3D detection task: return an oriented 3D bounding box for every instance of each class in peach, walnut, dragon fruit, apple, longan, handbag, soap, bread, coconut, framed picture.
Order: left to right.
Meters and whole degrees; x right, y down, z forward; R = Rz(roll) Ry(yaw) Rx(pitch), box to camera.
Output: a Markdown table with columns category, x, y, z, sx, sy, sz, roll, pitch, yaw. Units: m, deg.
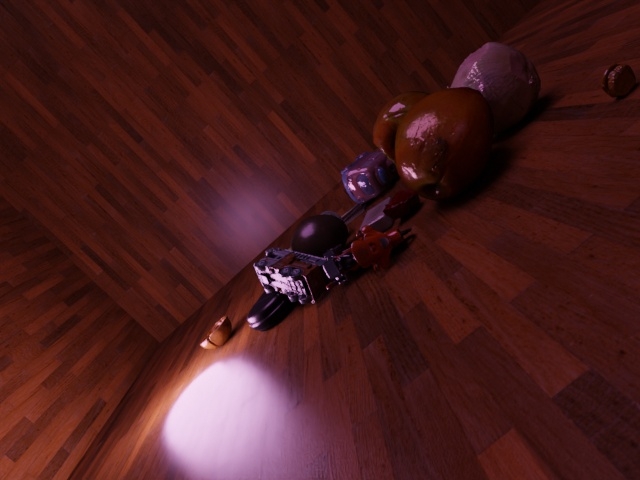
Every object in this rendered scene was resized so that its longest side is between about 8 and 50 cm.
| category | x | y | z | sx | sy | sz | roll | pitch | yaw |
| --- | --- | --- | --- | --- | --- | --- | --- | --- | --- |
| walnut | -0.475 | 0.444 | 2.278 | 0.167 | 0.087 | 0.211 | -46 | 7 | 20 |
| handbag | -0.183 | 0.245 | 1.983 | 0.254 | 0.093 | 0.308 | -31 | 16 | 45 |
| longan | 0.000 | 0.000 | 1.978 | 0.248 | 0.248 | 0.248 | -41 | 11 | 10 |
| framed picture | 0.129 | -0.110 | 2.453 | 0.289 | 0.016 | 0.213 | -38 | 11 | 25 |
| soap | 0.228 | -0.084 | 1.869 | 0.121 | 0.063 | 0.183 | -34 | 14 | 28 |
| dragon fruit | 0.306 | -0.125 | 1.731 | 0.106 | 0.083 | 0.162 | -17 | 16 | 39 |
| apple | 0.400 | -0.463 | 2.043 | 0.340 | 0.339 | 0.339 | -41 | 11 | 10 |
| peach | 0.385 | -0.309 | 1.511 | 0.373 | 0.290 | 0.372 | 15 | -90 | -76 |
| coconut | 0.595 | -0.518 | 1.638 | 0.297 | 0.297 | 0.254 | -47 | 0 | -22 |
| bread | 0.742 | -0.397 | 1.197 | 0.046 | 0.084 | 0.080 | -127 | 41 | -69 |

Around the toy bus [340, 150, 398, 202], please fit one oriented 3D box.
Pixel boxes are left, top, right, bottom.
| category | x | y | z | sx | sy | sz | roll | pitch | yaw |
| --- | --- | --- | --- | --- | --- | --- | --- | --- | --- |
| toy bus | 0.262 | -0.323 | 2.355 | 0.232 | 0.197 | 0.294 | -9 | 27 | 50 |

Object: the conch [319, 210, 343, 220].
| category | x | y | z | sx | sy | sz | roll | pitch | yaw |
| --- | --- | --- | --- | --- | --- | --- | --- | --- | --- |
| conch | 0.042 | -0.032 | 2.164 | 0.131 | 0.199 | 0.172 | 11 | 44 | 32 |

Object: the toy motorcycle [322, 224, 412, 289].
| category | x | y | z | sx | sy | sz | roll | pitch | yaw |
| --- | --- | --- | --- | --- | --- | --- | --- | --- | --- |
| toy motorcycle | 0.131 | 0.046 | 1.547 | 0.326 | 0.147 | 0.221 | -31 | -6 | 41 |

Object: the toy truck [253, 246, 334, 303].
| category | x | y | z | sx | sy | sz | roll | pitch | yaw |
| --- | --- | --- | --- | --- | --- | --- | --- | --- | --- |
| toy truck | -0.109 | 0.116 | 1.837 | 0.339 | 0.132 | 0.184 | 11 | 40 | 45 |

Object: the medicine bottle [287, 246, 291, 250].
| category | x | y | z | sx | sy | sz | roll | pitch | yaw |
| --- | --- | --- | --- | --- | --- | --- | --- | --- | --- |
| medicine bottle | -0.076 | 0.043 | 2.329 | 0.239 | 0.124 | 0.124 | -48 | 12 | -22 |
